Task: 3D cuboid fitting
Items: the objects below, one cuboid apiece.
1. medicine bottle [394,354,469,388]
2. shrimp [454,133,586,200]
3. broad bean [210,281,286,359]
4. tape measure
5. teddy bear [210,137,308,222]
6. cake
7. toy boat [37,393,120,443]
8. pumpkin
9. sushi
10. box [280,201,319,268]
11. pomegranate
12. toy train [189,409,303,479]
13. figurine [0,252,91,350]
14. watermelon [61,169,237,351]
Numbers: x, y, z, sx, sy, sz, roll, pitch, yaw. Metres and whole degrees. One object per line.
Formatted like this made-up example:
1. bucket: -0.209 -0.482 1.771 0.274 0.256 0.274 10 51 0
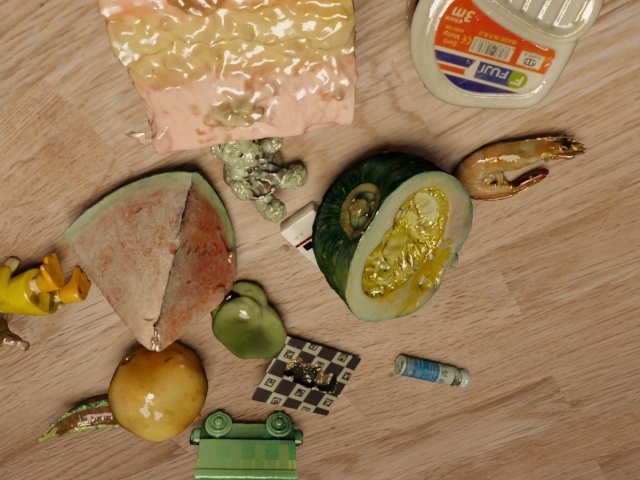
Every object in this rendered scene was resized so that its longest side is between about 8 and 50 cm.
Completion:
1. medicine bottle: 0.278 0.327 1.379 0.191 0.051 0.051 16 126 -14
2. shrimp: 0.365 -0.130 1.023 0.235 0.053 0.133 -16 126 13
3. broad bean: -0.163 0.186 1.208 0.169 0.100 0.228 -13 126 25
4. tape measure: 0.249 -0.330 0.815 0.258 0.130 0.265 11 132 -9
5. teddy bear: -0.121 -0.138 0.956 0.133 0.111 0.213 -55 134 -14
6. cake: -0.099 -0.318 0.702 0.314 0.293 0.307 -4 134 5
7. toy boat: -0.546 0.440 1.389 0.292 0.099 0.109 -6 129 -9
8. pumpkin: 0.113 -0.023 1.001 0.263 0.197 0.293 18 110 -39
9. sushi: -0.038 0.323 1.354 0.215 0.050 0.192 21 108 -24
10. box: 0.000 0.000 1.109 0.084 0.040 0.154 -32 124 21
11. pomegranate: -0.362 0.332 1.241 0.233 0.233 0.233 -2 128 -2
12. toy train: -0.192 0.554 1.433 0.300 0.202 0.120 4 132 -8
13. figurine: -0.653 0.124 1.088 0.343 0.187 0.215 -18 140 2
14. watermelon: -0.311 0.056 1.018 0.250 0.293 0.283 0 136 35
